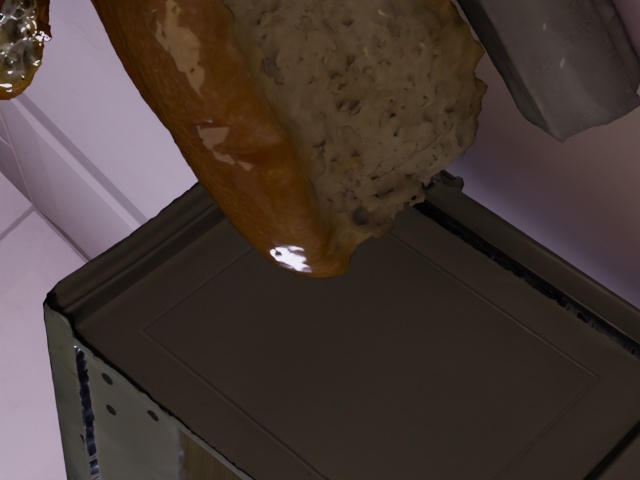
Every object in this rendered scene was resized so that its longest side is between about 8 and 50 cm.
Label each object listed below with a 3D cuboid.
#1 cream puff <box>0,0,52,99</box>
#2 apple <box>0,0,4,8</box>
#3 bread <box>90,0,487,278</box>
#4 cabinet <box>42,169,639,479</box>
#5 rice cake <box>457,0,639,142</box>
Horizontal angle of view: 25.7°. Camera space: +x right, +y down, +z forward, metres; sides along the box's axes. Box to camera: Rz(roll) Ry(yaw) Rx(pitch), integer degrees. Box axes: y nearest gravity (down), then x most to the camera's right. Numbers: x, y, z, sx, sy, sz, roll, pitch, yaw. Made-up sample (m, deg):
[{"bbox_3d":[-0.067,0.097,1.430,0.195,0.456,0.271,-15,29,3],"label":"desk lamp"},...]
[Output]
[{"bbox_3d":[-0.328,-0.226,1.183,0.241,0.155,0.269,48,169,-8],"label":"cream puff"},{"bbox_3d":[-0.358,-0.234,0.783,0.384,0.374,0.374,23,159,24],"label":"apple"},{"bbox_3d":[-0.029,-0.105,0.549,0.174,0.121,0.245,51,-170,-41],"label":"bread"},{"bbox_3d":[0.050,0.141,0.762,0.318,0.227,0.290,35,144,25],"label":"cabinet"},{"bbox_3d":[0.046,-0.133,0.485,0.057,0.052,0.256,34,163,54],"label":"rice cake"}]
